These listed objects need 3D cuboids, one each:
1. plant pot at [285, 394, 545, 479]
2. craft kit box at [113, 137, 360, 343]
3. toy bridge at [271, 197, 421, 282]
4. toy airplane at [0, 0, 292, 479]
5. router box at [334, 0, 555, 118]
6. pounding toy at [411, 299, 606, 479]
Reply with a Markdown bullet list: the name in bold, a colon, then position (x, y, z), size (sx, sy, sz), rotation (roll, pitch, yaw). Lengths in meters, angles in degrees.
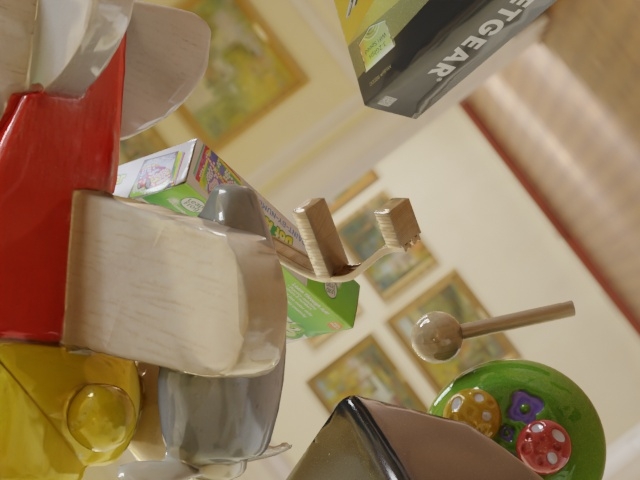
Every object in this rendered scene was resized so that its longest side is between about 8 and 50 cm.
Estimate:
- **plant pot**: position (0.063, 0.220, 1.069), size (0.187, 0.188, 0.167), rotation (17, -154, -33)
- **craft kit box**: position (-0.133, 0.025, 1.399), size (0.250, 0.246, 0.061), rotation (43, -133, -38)
- **toy bridge**: position (0.000, 0.000, 1.128), size (0.188, 0.026, 0.063), rotation (0, 120, 45)
- **toy airplane**: position (-0.145, 0.038, 0.871), size (0.272, 0.384, 0.386), rotation (30, -149, -26)
- **router box**: position (0.139, -0.313, 1.570), size (0.081, 0.309, 0.243), rotation (10, -127, -39)
- **pounding toy**: position (0.177, 0.163, 1.434), size (0.110, 0.183, 0.237), rotation (65, -162, -67)
